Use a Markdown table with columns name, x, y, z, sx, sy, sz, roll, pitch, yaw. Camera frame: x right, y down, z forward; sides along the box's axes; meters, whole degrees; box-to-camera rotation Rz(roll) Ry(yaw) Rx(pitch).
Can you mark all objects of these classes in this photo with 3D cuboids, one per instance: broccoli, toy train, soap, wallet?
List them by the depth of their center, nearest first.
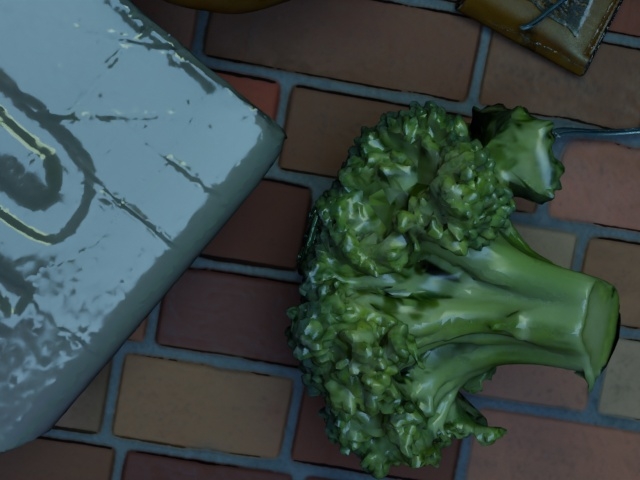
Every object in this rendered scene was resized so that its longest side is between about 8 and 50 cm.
| name | x | y | z | sx | sy | sz | roll | pitch | yaw |
| --- | --- | --- | --- | --- | --- | --- | --- | --- | --- |
| soap | -0.294 | -0.045 | 1.492 | 0.350 | 0.213 | 0.435 | 43 | 89 | -9 |
| broccoli | 0.110 | 0.036 | 1.511 | 0.317 | 0.277 | 0.338 | -19 | 72 | 26 |
| toy train | 0.000 | 0.000 | 1.612 | 0.033 | 0.053 | 0.083 | 15 | 96 | -8 |
| wallet | 0.242 | -0.289 | 1.615 | 0.161 | 0.042 | 0.195 | 25 | 93 | -10 |

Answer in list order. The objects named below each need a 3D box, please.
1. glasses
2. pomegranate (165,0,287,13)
| name | x | y | z | sx | sy | sz | roll | pitch | yaw |
| --- | --- | --- | --- | --- | --- | --- | --- | --- | --- |
| glasses | 0.328 | -0.185 | 1.595 | 0.220 | 0.088 | 0.190 | -20 | 109 | -9 |
| pomegranate | -0.064 | -0.409 | 1.389 | 0.411 | 0.411 | 0.411 | -1 | 97 | -7 |
